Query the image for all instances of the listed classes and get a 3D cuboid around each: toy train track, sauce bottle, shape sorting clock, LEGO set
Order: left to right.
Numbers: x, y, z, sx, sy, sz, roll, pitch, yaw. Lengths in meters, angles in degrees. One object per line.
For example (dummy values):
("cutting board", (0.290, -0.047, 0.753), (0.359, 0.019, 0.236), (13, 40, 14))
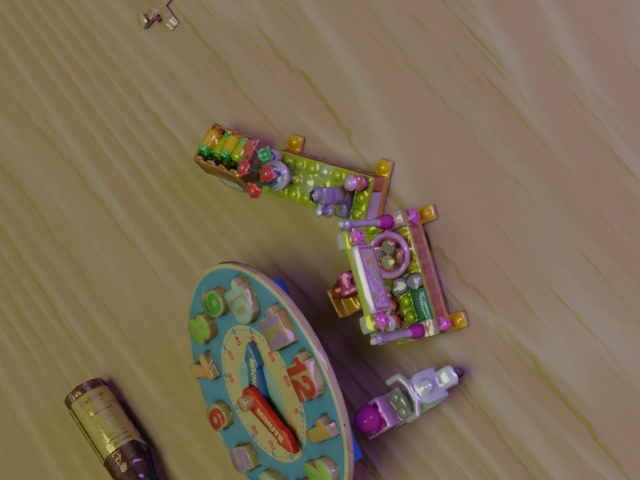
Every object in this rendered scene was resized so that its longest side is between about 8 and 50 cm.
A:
("sauce bottle", (-0.168, 0.177, 1.042), (0.042, 0.042, 0.128), (-44, 72, 26))
("toy train track", (-0.124, -0.206, 1.009), (0.083, 0.014, 0.048), (-43, 71, 25))
("shape sorting clock", (-0.043, 0.115, 0.920), (0.206, 0.040, 0.206), (27, 127, 43))
("LEGO set", (0.000, 0.000, 0.889), (0.132, 0.107, 0.287), (-44, 71, 26))
